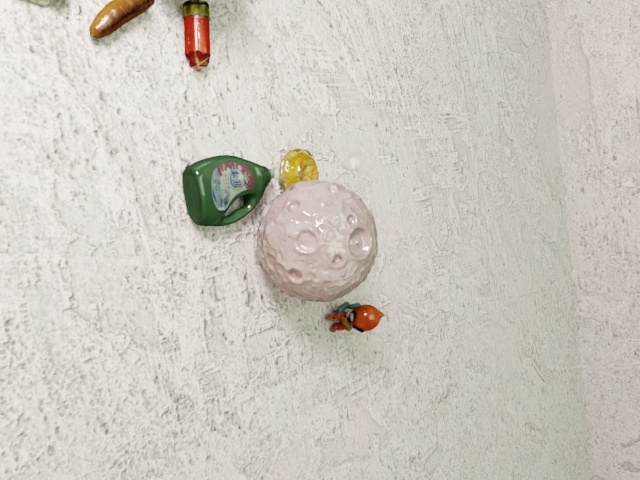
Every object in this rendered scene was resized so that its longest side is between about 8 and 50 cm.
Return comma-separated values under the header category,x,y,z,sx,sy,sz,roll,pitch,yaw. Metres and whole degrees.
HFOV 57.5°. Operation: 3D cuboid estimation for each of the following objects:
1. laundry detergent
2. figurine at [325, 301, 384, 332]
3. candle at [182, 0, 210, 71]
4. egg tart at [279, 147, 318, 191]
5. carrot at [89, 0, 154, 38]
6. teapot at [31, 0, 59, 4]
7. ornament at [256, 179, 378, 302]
category,x,y,z,sx,sy,sz,roll,pitch,yaw
laundry detergent,-0.171,-0.105,1.165,0.211,0.063,0.137,-20,106,-47
figurine,0.086,0.181,1.360,0.075,0.140,0.068,-34,108,-42
candle,-0.236,-0.389,1.117,0.052,0.052,0.130,-4,92,-46
egg tart,-0.037,-0.147,1.313,0.129,0.049,0.128,2,88,-48
carrot,-0.347,-0.394,1.004,0.139,0.048,0.048,-54,124,-32
teapot,-0.437,-0.403,0.910,0.083,0.057,0.067,10,119,-49
ornament,0.000,0.000,1.212,0.260,0.225,0.259,-4,96,-44
